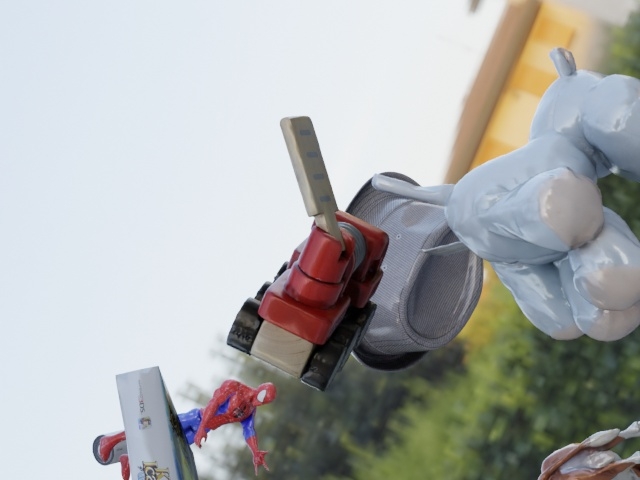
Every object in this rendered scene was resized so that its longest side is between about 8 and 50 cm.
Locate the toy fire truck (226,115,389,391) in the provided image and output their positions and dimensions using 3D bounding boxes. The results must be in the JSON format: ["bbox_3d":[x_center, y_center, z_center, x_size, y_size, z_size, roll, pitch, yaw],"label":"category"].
[{"bbox_3d":[0.000,0.000,1.543,0.246,0.158,0.217,-67,-8,20],"label":"toy fire truck"}]

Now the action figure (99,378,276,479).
[{"bbox_3d":[-0.183,0.298,2.126,0.091,0.280,0.139,52,-164,-41],"label":"action figure"}]

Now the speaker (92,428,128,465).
[{"bbox_3d":[-0.331,0.354,2.528,0.136,0.055,0.055,-7,-59,-53],"label":"speaker"}]

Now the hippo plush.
[{"bbox_3d":[0.267,-0.050,1.495,0.236,0.294,0.234,-50,-58,-21],"label":"hippo plush"}]

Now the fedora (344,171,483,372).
[{"bbox_3d":[0.131,0.041,1.904,0.244,0.124,0.275,50,-123,-31],"label":"fedora"}]

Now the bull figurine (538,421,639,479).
[{"bbox_3d":[0.437,0.356,2.138,0.188,0.101,0.310,-33,-31,20],"label":"bull figurine"}]

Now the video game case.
[{"bbox_3d":[-0.184,0.323,1.796,0.269,0.061,0.244,81,174,-58],"label":"video game case"}]
